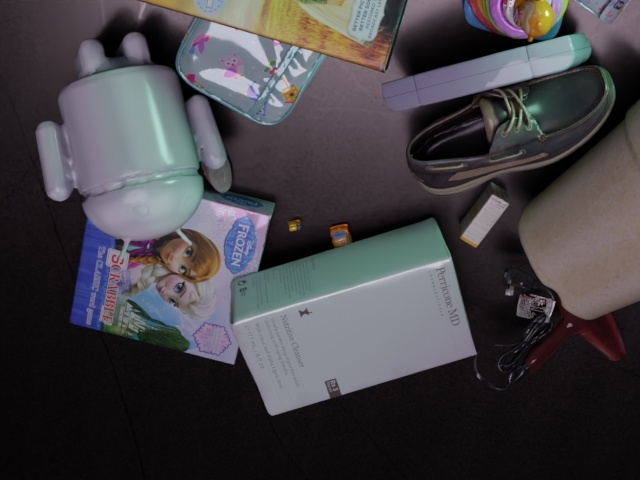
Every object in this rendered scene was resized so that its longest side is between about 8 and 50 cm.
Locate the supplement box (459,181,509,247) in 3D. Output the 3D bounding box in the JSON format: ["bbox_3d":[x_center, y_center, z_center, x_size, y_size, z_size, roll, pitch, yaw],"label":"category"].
[{"bbox_3d":[0.281,-0.045,1.858,0.036,0.062,0.098,31,115,-8],"label":"supplement box"}]

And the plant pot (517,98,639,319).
[{"bbox_3d":[0.501,-0.035,1.726,0.305,0.334,0.334,-36,107,31],"label":"plant pot"}]

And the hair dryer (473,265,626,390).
[{"bbox_3d":[0.415,0.159,1.908,0.294,0.080,0.223,9,106,-18],"label":"hair dryer"}]

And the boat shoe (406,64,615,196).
[{"bbox_3d":[0.298,-0.177,1.726,0.355,0.130,0.132,-28,67,19],"label":"boat shoe"}]

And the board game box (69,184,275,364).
[{"bbox_3d":[-0.271,0.043,1.948,0.318,0.066,0.318,14,116,-1],"label":"board game box"}]

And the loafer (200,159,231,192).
[{"bbox_3d":[-0.191,-0.143,1.874,0.045,0.039,0.125,-32,116,-28],"label":"loafer"}]

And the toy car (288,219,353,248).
[{"bbox_3d":[0.000,0.000,1.917,0.122,0.040,0.060,4,115,3],"label":"toy car"}]

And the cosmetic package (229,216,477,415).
[{"bbox_3d":[0.056,0.132,1.877,0.385,0.156,0.217,-18,118,5],"label":"cosmetic package"}]

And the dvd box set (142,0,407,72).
[{"bbox_3d":[-0.060,-0.452,1.592,0.420,0.062,0.307,18,98,4],"label":"dvd box set"}]

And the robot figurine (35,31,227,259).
[{"bbox_3d":[-0.304,-0.152,1.752,0.300,0.200,0.353,-12,89,-15],"label":"robot figurine"}]

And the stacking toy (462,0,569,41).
[{"bbox_3d":[0.300,-0.352,1.579,0.166,0.302,0.175,12,116,0],"label":"stacking toy"}]

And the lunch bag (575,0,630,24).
[{"bbox_3d":[0.446,-0.386,1.689,0.083,0.053,0.071,31,116,-19],"label":"lunch bag"}]

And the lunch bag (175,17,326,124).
[{"bbox_3d":[-0.084,-0.337,1.729,0.224,0.108,0.279,31,114,-9],"label":"lunch bag"}]

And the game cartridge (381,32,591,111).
[{"bbox_3d":[0.254,-0.257,1.657,0.297,0.198,0.062,-11,101,25],"label":"game cartridge"}]
